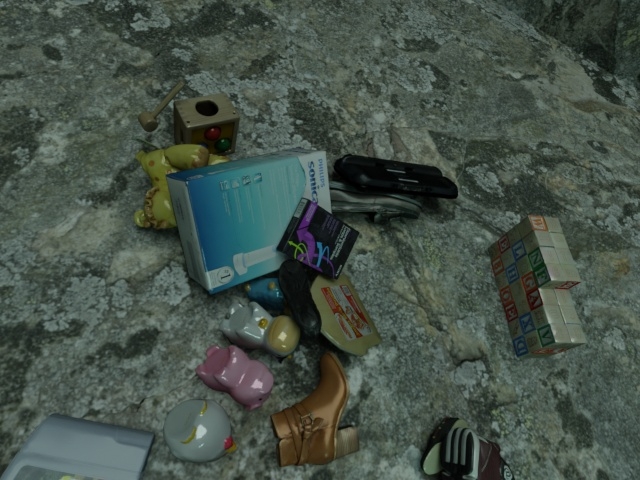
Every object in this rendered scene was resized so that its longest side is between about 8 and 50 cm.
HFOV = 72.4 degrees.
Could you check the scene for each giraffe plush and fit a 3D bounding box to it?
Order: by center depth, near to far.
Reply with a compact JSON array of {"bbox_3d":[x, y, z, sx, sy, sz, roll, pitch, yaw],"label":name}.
[{"bbox_3d":[-0.303,-0.102,0.919,0.210,0.181,0.171,10,80,-38],"label":"giraffe plush"}]

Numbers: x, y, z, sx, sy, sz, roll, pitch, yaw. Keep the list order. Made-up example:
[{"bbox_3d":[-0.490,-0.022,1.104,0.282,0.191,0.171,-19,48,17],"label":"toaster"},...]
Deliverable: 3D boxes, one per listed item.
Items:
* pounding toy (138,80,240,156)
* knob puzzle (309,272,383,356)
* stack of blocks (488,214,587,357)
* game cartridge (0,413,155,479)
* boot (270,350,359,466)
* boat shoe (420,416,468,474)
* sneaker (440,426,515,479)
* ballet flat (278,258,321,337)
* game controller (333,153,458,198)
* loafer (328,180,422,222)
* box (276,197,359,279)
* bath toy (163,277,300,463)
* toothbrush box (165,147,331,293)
[{"bbox_3d":[-0.293,-0.260,0.990,0.205,0.181,0.094,-20,69,-27],"label":"pounding toy"},{"bbox_3d":[0.034,0.156,0.905,0.213,0.030,0.213,36,32,-26],"label":"knob puzzle"},{"bbox_3d":[0.518,0.111,1.043,0.087,0.171,0.298,5,60,-15],"label":"stack of blocks"},{"bbox_3d":[-0.389,0.421,0.642,0.195,0.060,0.295,13,58,-6],"label":"game cartridge"},{"bbox_3d":[-0.020,0.310,0.815,0.152,0.073,0.197,-5,60,-16],"label":"boot"},{"bbox_3d":[0.238,0.403,0.862,0.133,0.042,0.049,-36,102,-30],"label":"boat shoe"},{"bbox_3d":[0.295,0.500,0.790,0.162,0.106,0.282,24,68,-26],"label":"sneaker"},{"bbox_3d":[-0.042,0.106,0.820,0.057,0.049,0.173,-15,51,-8],"label":"ballet flat"},{"bbox_3d":[0.196,-0.158,1.121,0.318,0.067,0.167,3,35,-20],"label":"game controller"},{"bbox_3d":[0.116,-0.078,1.084,0.267,0.096,0.084,12,77,-3],"label":"loafer"},{"bbox_3d":[0.000,0.000,0.891,0.162,0.029,0.116,29,84,-40],"label":"box"},{"bbox_3d":[-0.135,0.236,0.795,0.151,0.129,0.348,0,45,35],"label":"bath toy"},{"bbox_3d":[-0.127,-0.053,0.878,0.295,0.217,0.126,-20,24,-30],"label":"toothbrush box"}]
